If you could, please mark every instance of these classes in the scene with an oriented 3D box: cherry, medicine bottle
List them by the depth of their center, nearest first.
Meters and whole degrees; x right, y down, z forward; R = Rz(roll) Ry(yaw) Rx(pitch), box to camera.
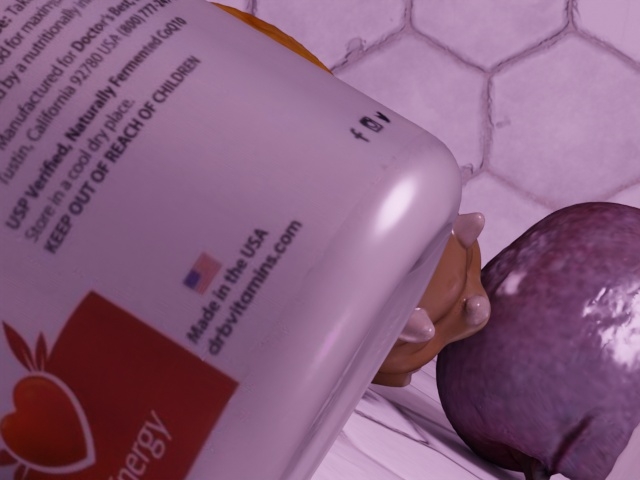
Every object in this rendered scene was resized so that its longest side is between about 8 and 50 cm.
[{"bbox_3d":[-0.115,-0.029,0.566,0.289,0.157,0.157,31,2,7],"label":"medicine bottle"},{"bbox_3d":[0.189,0.090,1.462,0.213,0.266,0.183,8,-25,50],"label":"cherry"}]

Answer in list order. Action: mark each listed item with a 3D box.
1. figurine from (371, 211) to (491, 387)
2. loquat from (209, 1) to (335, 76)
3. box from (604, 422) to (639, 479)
[{"bbox_3d":[0.006,-0.001,1.399,0.247,0.177,0.173,44,-13,19],"label":"figurine"},{"bbox_3d":[-0.075,-0.055,1.230,0.238,0.193,0.238,15,15,-4],"label":"loquat"},{"bbox_3d":[0.144,0.116,0.330,0.111,0.194,0.260,30,3,-28],"label":"box"}]
